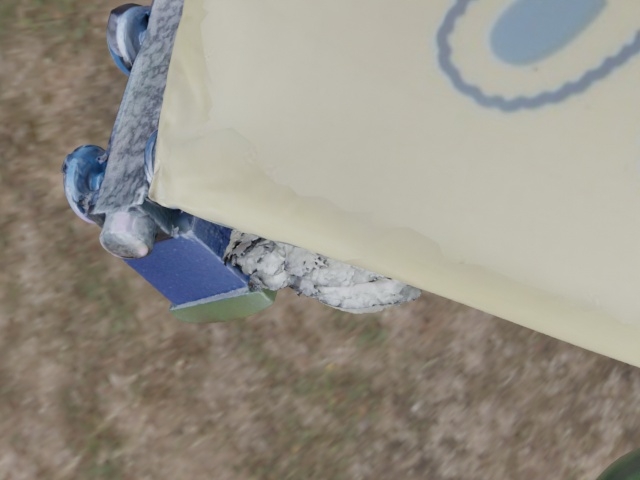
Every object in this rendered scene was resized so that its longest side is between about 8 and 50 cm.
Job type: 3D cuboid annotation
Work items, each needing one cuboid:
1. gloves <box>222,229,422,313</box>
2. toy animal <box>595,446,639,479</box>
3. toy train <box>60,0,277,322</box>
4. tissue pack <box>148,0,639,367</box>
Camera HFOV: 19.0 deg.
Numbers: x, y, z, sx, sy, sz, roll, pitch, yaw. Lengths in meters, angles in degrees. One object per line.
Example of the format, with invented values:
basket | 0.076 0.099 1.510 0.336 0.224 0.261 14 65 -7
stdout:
gloves | 0.002 -0.004 1.109 0.114 0.153 0.070 9 111 -9
toy animal | 0.199 0.231 1.093 0.191 0.338 0.216 -10 66 -6
toy train | -0.107 -0.086 1.672 0.131 0.299 0.202 -11 140 35
tissue pack | 0.080 -0.048 0.334 0.196 0.092 0.148 18 112 18
